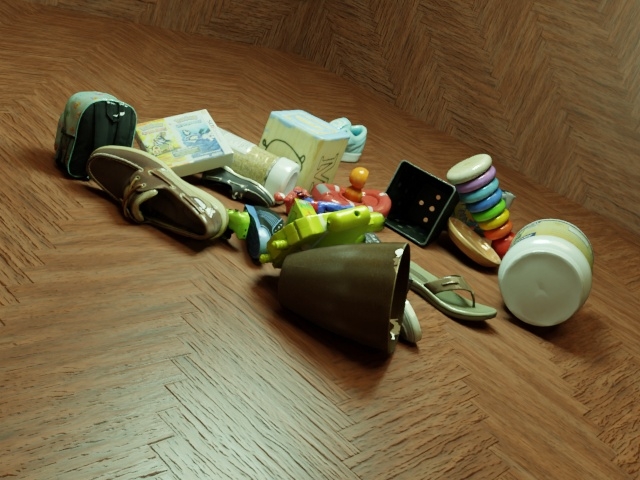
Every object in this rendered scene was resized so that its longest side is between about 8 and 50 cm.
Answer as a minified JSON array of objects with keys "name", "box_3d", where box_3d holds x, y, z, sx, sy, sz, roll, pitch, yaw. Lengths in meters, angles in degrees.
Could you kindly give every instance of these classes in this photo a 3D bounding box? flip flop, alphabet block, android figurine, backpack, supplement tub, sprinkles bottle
[{"name":"flip flop","box_3d":[0.300,0.109,1.812,0.277,0.080,0.112,34,24,30]},{"name":"alphabet block","box_3d":[-0.058,-0.248,2.167,0.192,0.197,0.193,30,22,21]},{"name":"android figurine","box_3d":[0.000,0.000,1.576,0.273,0.248,0.056,-11,70,-36]},{"name":"backpack","box_3d":[-0.515,-0.248,1.726,0.166,0.188,0.144,0,30,-44]},{"name":"supplement tub","box_3d":[0.587,0.081,1.955,0.228,0.228,0.316,27,21,13]},{"name":"sprinkles bottle","box_3d":[-0.235,-0.224,2.040,0.356,0.121,0.121,26,21,12]}]

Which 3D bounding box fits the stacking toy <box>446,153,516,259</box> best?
[{"name":"stacking toy","box_3d":[0.508,-0.086,2.248,0.330,0.141,0.141,60,16,-14]}]

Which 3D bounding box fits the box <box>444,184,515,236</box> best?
[{"name":"box","box_3d":[0.493,-0.097,2.393,0.233,0.159,0.044,8,26,-32]}]

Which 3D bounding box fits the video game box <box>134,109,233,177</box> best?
[{"name":"video game box","box_3d":[-0.351,-0.246,1.924,0.205,0.048,0.187,-18,51,-24]}]

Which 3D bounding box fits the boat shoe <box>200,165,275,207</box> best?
[{"name":"boat shoe","box_3d":[-0.216,-0.131,1.948,0.206,0.075,0.065,30,65,7]}]

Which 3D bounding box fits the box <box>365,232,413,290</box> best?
[{"name":"box","box_3d":[0.090,0.046,1.792,0.183,0.056,0.231,9,25,-28]}]

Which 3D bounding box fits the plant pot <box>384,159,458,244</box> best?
[{"name":"plant pot","box_3d":[0.300,-0.103,2.212,0.188,0.187,0.167,32,10,25]}]

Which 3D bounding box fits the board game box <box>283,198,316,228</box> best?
[{"name":"board game box","box_3d":[-0.039,-0.019,1.771,0.043,0.092,0.181,14,22,-21]}]

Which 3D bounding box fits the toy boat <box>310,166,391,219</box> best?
[{"name":"toy boat","box_3d":[0.096,-0.133,2.100,0.231,0.151,0.151,9,25,-30]}]

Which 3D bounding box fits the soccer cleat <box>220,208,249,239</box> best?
[{"name":"soccer cleat","box_3d":[-0.230,-0.042,1.693,0.179,0.072,0.060,11,7,41]}]

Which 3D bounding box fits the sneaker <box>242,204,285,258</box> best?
[{"name":"sneaker","box_3d":[-0.122,-0.022,1.715,0.091,0.081,0.232,8,23,-16]}]

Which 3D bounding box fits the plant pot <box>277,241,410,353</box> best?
[{"name":"plant pot","box_3d":[0.042,0.095,1.463,0.231,0.215,0.215,8,18,14]}]

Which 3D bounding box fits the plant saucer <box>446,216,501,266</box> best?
[{"name":"plant saucer","box_3d":[0.439,0.011,2.187,0.200,0.037,0.200,36,18,-14]}]

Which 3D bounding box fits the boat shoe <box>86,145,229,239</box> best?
[{"name":"boat shoe","box_3d":[-0.366,-0.096,1.611,0.342,0.123,0.123,31,20,6]}]

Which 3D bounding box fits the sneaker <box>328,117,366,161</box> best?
[{"name":"sneaker","box_3d":[0.026,-0.359,2.586,0.135,0.150,0.366,33,24,29]}]

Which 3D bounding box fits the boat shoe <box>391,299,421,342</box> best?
[{"name":"boat shoe","box_3d":[0.128,0.134,1.594,0.081,0.079,0.227,-24,57,-17]}]

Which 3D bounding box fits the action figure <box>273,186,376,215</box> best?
[{"name":"action figure","box_3d":[0.015,-0.068,1.944,0.281,0.091,0.139,16,13,-15]}]
